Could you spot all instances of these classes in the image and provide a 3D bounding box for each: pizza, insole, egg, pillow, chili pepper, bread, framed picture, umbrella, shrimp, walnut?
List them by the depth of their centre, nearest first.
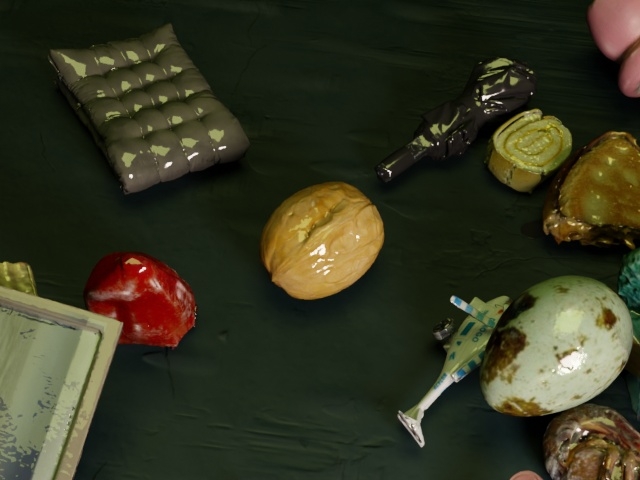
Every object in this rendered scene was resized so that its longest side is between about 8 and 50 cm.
[{"bbox_3d":[-0.465,0.262,1.570,0.326,0.028,0.446,17,72,-4],"label":"framed picture"},{"bbox_3d":[0.434,0.332,1.645,0.145,0.116,0.343,-36,56,-22],"label":"shrimp"},{"bbox_3d":[0.313,0.146,1.712,0.231,0.169,0.169,-39,60,-8],"label":"egg"},{"bbox_3d":[-0.262,0.066,1.756,0.144,0.252,0.136,36,75,16],"label":"chili pepper"},{"bbox_3d":[0.000,0.000,1.884,0.159,0.159,0.207,35,55,24],"label":"walnut"},{"bbox_3d":[0.499,-0.074,2.024,0.288,0.074,0.251,12,49,2],"label":"pizza"},{"bbox_3d":[0.380,-0.030,2.025,0.135,0.002,0.045,-18,53,-17],"label":"insole"},{"bbox_3d":[0.342,-0.149,2.078,0.156,0.064,0.117,-35,74,-30],"label":"bread"},{"bbox_3d":[-0.286,-0.218,2.090,0.228,0.101,0.326,-20,55,-20],"label":"pillow"},{"bbox_3d":[0.222,-0.196,2.096,0.340,0.118,0.118,-34,59,-22],"label":"umbrella"}]

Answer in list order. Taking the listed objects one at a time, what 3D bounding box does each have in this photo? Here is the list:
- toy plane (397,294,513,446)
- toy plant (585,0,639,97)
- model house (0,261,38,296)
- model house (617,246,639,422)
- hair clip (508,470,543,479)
[{"bbox_3d":[0.199,0.181,1.800,0.182,0.107,0.273,38,69,-25],"label":"toy plane"},{"bbox_3d":[0.630,-0.307,2.149,0.317,0.210,0.356,-25,68,-25],"label":"toy plant"},{"bbox_3d":[-0.471,0.142,1.715,0.254,0.160,0.196,-10,65,-15],"label":"model house"},{"bbox_3d":[0.531,0.159,1.728,0.261,0.226,0.241,7,50,5],"label":"model house"},{"bbox_3d":[0.227,0.364,1.618,0.138,0.102,0.123,0,47,-2],"label":"hair clip"}]
